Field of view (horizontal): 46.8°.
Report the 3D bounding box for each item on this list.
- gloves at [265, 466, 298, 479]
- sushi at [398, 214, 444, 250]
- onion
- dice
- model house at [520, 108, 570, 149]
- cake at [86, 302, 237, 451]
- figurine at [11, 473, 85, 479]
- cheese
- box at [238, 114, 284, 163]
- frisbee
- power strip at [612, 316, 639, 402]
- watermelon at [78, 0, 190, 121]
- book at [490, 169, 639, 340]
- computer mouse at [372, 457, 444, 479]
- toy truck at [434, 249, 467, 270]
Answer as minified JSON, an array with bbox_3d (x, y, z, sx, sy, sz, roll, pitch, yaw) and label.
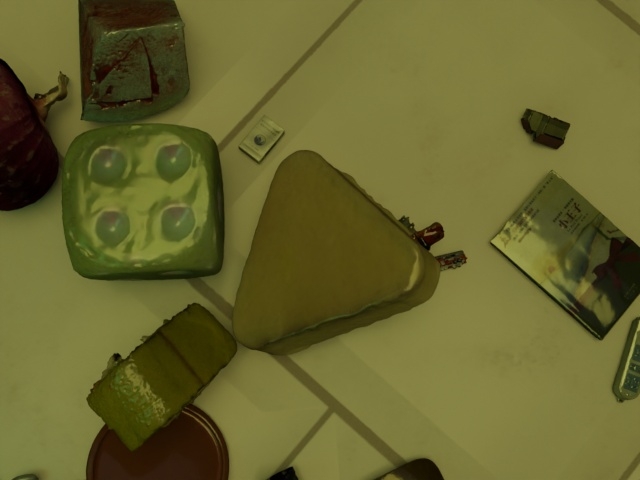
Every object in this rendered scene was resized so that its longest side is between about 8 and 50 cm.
[{"bbox_3d":[-0.053,0.545,1.288,0.119,0.142,0.286,-10,81,24],"label":"gloves"},{"bbox_3d":[0.126,0.023,1.395,0.226,0.097,0.103,-26,82,1],"label":"sushi"},{"bbox_3d":[-0.591,-0.179,1.333,0.272,0.256,0.230,-39,68,12],"label":"onion"},{"bbox_3d":[-0.301,-0.057,1.314,0.249,0.254,0.252,-2,82,-2],"label":"dice"},{"bbox_3d":[0.446,-0.223,1.480,0.083,0.057,0.058,14,107,-19],"label":"model house"},{"bbox_3d":[-0.272,0.233,1.284,0.156,0.179,0.260,50,38,1],"label":"cake"},{"bbox_3d":[-0.474,0.492,1.275,0.265,0.140,0.193,44,62,-18],"label":"figurine"},{"bbox_3d":[0.001,-0.001,1.340,0.383,0.104,0.384,-11,68,28],"label":"cheese"},{"bbox_3d":[-0.116,-0.199,1.463,0.054,0.024,0.083,38,80,2],"label":"box"},{"bbox_3d":[-0.287,0.405,1.316,0.250,0.021,0.251,6,62,-11],"label":"frisbee"},{"bbox_3d":[0.607,0.220,1.418,0.047,0.030,0.191,21,81,1],"label":"power strip"},{"bbox_3d":[-0.367,-0.380,1.395,0.212,0.201,0.262,-9,77,-13],"label":"watermelon"},{"bbox_3d":[0.500,0.029,1.448,0.289,0.026,0.201,41,83,4],"label":"book"},{"bbox_3d":[0.135,0.473,1.347,0.199,0.045,0.102,-23,81,-6],"label":"computer mouse"},{"bbox_3d":[0.242,0.041,1.436,0.083,0.024,0.032,-16,59,-7],"label":"toy truck"}]
